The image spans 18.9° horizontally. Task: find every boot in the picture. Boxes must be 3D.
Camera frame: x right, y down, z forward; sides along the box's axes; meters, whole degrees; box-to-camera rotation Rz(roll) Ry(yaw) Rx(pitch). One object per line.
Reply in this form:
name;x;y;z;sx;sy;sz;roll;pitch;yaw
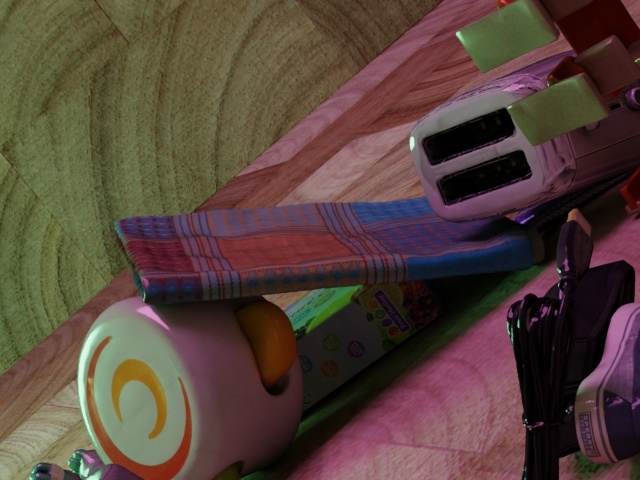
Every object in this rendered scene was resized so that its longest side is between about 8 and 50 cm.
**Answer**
boot;0.225;0.087;1.219;0.086;0.069;0.190;-9;18;23

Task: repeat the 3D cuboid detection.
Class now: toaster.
toaster;0.185;-0.093;1.765;0.227;0.129;0.146;-17;2;45

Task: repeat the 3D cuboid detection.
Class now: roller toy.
roller toy;-0.115;0.132;1.772;0.191;0.209;0.146;27;28;36

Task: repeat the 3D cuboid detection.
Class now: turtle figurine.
turtle figurine;-0.219;0.284;1.762;0.234;0.118;0.175;-76;-2;-77

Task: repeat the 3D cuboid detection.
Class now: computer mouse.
computer mouse;0.155;0.053;1.254;0.060;0.184;0.262;8;28;18

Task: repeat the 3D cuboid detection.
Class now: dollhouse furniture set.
dollhouse furniture set;0.252;-0.156;1.616;0.135;0.259;0.262;-23;18;49

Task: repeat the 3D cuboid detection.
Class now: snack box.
snack box;0.021;0.083;1.919;0.207;0.070;0.174;-35;9;10

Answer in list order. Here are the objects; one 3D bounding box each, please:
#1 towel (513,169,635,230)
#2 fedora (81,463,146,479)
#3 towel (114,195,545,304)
towel;0.309;-0.131;1.959;0.243;0.040;0.336;-35;10;25
fedora;-0.175;0.262;1.411;0.244;0.124;0.275;-47;-5;-38
towel;0.000;0.000;1.821;0.370;0.040;0.271;-5;12;-11
